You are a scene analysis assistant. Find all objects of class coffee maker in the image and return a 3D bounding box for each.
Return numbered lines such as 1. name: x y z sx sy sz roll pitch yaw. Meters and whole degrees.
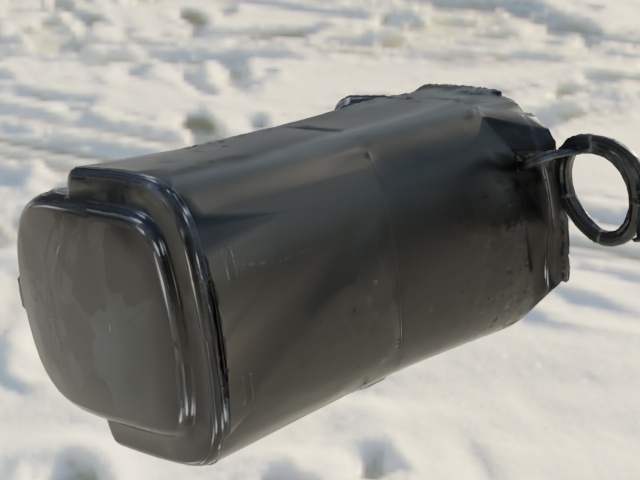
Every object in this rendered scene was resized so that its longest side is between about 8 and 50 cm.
1. coffee maker: 0.000 0.000 0.526 0.178 0.120 0.171 -20 -6 -40
